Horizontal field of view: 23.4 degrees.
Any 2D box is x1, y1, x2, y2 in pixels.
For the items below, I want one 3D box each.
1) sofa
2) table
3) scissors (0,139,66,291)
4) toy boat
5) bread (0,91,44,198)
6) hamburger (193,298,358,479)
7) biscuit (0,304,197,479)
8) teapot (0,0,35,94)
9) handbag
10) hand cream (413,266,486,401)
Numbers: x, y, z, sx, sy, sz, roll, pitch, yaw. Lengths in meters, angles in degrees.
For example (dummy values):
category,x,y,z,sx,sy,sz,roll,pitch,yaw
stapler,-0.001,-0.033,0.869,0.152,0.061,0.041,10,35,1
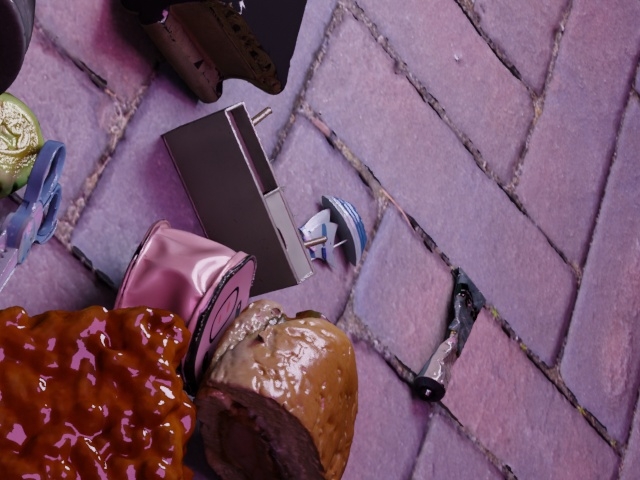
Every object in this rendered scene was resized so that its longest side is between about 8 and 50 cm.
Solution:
category,x,y,z,sx,sy,sz,roll,pitch,yaw
sofa,-0.140,-0.329,2.036,0.200,0.182,0.258,51,43,-49
table,-0.085,-0.059,2.005,0.111,0.122,0.240,-31,102,-47
scissors,-0.333,-0.004,1.701,0.256,0.030,0.125,-68,172,-51
toy boat,0.002,-0.011,2.167,0.149,0.034,0.105,-2,82,-36
bread,-0.374,-0.111,1.737,0.139,0.071,0.130,-28,102,-55
hamburger,-0.040,0.183,1.854,0.330,0.162,0.209,72,32,-54
biscuit,-0.283,0.221,1.635,0.318,0.110,0.312,1,72,-12
teapot,-0.454,-0.291,1.650,0.239,0.322,0.239,91,3,-46
handbag,-0.165,0.080,1.826,0.205,0.116,0.179,-61,167,-49
hand cream,0.190,0.147,2.311,0.248,0.052,0.075,-65,148,-44
